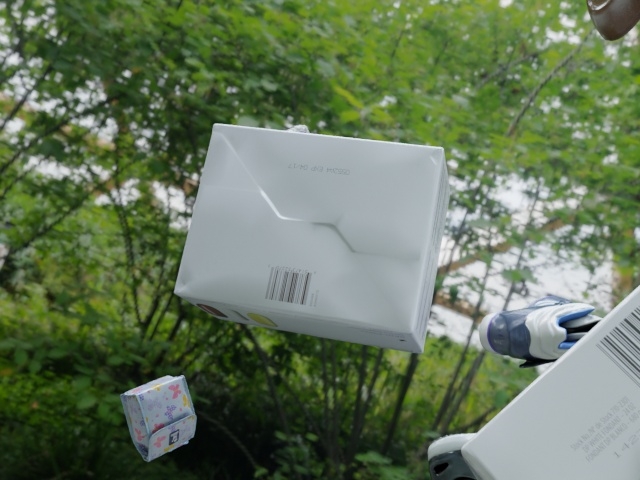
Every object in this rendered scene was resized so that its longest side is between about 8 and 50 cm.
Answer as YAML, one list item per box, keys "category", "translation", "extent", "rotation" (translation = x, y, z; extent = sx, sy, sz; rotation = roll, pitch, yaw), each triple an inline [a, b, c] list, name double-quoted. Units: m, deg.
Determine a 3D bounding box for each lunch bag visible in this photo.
- category: "lunch bag"
  translation: [-0.187, 0.209, 0.952]
  extent: [0.071, 0.083, 0.053]
  rotation: [-16, 5, -42]

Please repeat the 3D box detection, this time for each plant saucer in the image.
- category: "plant saucer"
  translation: [0.397, -0.364, 1.051]
  extent: [0.036, 0.199, 0.198]
  rotation: [14, -5, -6]

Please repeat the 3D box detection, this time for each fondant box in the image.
- category: "fondant box"
  translation: [0.241, 0.147, 0.675]
  extent: [0.096, 0.238, 0.330]
  rotation: [47, -4, 24]

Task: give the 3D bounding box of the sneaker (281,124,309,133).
- category: "sneaker"
  translation: [-0.028, -0.103, 1.085]
  extent: [0.071, 0.068, 0.170]
  rotation: [67, 10, 17]

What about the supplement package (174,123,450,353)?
- category: "supplement package"
  translation: [0.000, 0.000, 0.912]
  extent: [0.261, 0.204, 0.145]
  rotation: [8, -14, 15]

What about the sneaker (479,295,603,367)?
- category: "sneaker"
  translation: [0.516, 0.185, 1.676]
  extent: [0.322, 0.130, 0.236]
  rotation: [-3, -2, -37]

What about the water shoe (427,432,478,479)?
- category: "water shoe"
  translation: [0.239, 0.282, 1.016]
  extent: [0.203, 0.080, 0.073]
  rotation: [-13, -29, 17]
